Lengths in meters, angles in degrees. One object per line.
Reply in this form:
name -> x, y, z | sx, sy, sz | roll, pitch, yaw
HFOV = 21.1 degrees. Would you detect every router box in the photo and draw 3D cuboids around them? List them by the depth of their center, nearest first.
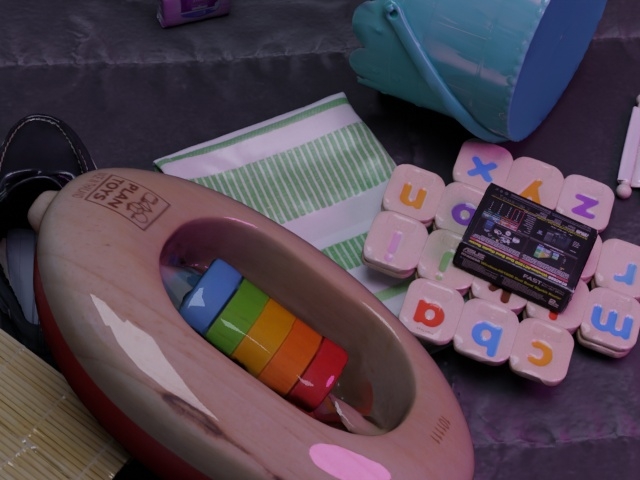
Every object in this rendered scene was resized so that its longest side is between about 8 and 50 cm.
router box -> 0.203, 0.007, 1.697 | 0.122, 0.038, 0.092 | 25, 49, 7

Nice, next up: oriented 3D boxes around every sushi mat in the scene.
sushi mat -> -0.315, 0.146, 1.534 | 0.316, 0.019, 0.151 | 33, 58, 23

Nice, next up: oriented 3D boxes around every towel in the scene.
towel -> 0.000, 0.000, 1.740 | 0.248, 0.038, 0.325 | -22, 57, -20

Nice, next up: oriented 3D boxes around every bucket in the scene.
bucket -> 0.175, -0.246, 1.795 | 0.183, 0.281, 0.281 | 28, 56, 19

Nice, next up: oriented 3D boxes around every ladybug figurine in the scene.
ladybug figurine -> -0.076, 0.113, 1.499 | 0.449, 0.162, 0.305 | 39, 33, 1

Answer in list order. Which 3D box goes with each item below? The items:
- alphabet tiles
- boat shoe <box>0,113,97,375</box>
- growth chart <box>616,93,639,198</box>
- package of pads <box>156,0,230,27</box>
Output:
alphabet tiles -> 0.190, 0.018, 1.724 | 0.284, 0.021, 0.278 | 20, 49, 2
boat shoe -> -0.273, -0.012, 1.683 | 0.127, 0.113, 0.340 | 0, 53, -3
growth chart -> 0.431, -0.072, 1.831 | 0.237, 0.021, 0.172 | 21, 54, 12
package of pads -> -0.144, -0.272, 1.926 | 0.083, 0.050, 0.032 | -14, 55, -13
